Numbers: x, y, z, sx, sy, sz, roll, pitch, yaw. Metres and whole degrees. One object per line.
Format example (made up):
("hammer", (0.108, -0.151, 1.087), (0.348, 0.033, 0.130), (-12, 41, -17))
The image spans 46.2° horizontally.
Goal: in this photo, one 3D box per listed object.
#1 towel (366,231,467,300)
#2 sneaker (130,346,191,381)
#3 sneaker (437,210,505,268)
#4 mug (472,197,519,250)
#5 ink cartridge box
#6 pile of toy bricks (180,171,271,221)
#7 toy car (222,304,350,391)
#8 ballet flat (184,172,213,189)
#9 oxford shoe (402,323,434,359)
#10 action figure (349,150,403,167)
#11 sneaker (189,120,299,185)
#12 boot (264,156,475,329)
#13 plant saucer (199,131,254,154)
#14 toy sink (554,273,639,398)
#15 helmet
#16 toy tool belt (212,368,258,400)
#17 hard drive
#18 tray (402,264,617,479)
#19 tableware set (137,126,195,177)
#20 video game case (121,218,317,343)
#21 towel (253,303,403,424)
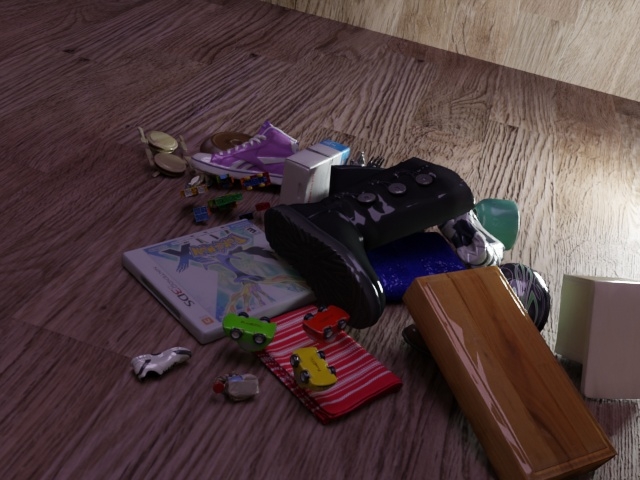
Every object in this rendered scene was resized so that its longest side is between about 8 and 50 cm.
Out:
("towel", (0.171, 0.048, 1.707), (0.308, 0.076, 0.228), (-2, 33, -22))
("sneaker", (-0.276, 0.218, 1.314), (0.109, 0.040, 0.044), (-12, 55, -29))
("sneaker", (0.369, -0.004, 1.813), (0.153, 0.094, 0.235), (39, 16, -41))
("mug", (0.429, -0.034, 1.904), (0.097, 0.158, 0.130), (5, 56, -7))
("ink cartridge box", (-0.015, -0.163, 1.920), (0.082, 0.140, 0.190), (26, 33, 25))
("pile of toy bricks", (-0.224, -0.101, 1.806), (0.212, 0.118, 0.105), (-14, 8, -12))
("toy car", (-0.069, 0.183, 1.363), (0.224, 0.053, 0.239), (13, 29, 2))
("ballet flat", (-0.303, -0.149, 1.892), (0.041, 0.041, 0.114), (22, 32, 15))
("oxford shoe", (0.277, 0.193, 1.492), (0.227, 0.096, 0.083), (11, 33, 1))
("action figure", (0.139, -0.154, 1.966), (0.164, 0.141, 0.276), (24, 30, 7))
("sneaker", (-0.192, -0.235, 1.941), (0.282, 0.161, 0.102), (5, 10, -18))
("boot", (0.159, -0.016, 1.615), (0.445, 0.146, 0.367), (-18, 47, -32))
("plant saucer", (-0.237, -0.260, 2.102), (0.198, 0.036, 0.199), (9, 30, -5))
("toy sink", (0.581, 0.193, 1.539), (0.152, 0.234, 0.131), (3, 3, -13))
("helmet", (0.400, 0.133, 1.566), (0.169, 0.162, 0.169), (9, 31, -6))
("toy tool belt", (-0.151, 0.250, 1.299), (0.083, 0.052, 0.051), (2, 1, -22))
("hard drive", (0.146, -0.098, 1.850), (0.254, 0.172, 0.054), (7, -6, -16))
("tray", (0.330, 0.234, 1.349), (0.202, 0.076, 0.411), (-7, 54, -29))
("tableware set", (-0.413, -0.224, 1.980), (0.128, 0.039, 0.194), (8, 35, -31))
("video game case", (-0.197, 0.071, 1.575), (0.329, 0.036, 0.300), (-18, 42, -40))
("towel", (0.000, 0.221, 1.409), (0.198, 0.031, 0.275), (-15, 40, -39))
